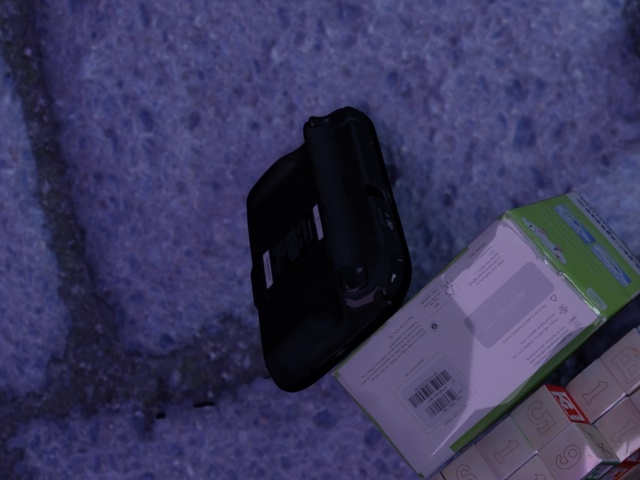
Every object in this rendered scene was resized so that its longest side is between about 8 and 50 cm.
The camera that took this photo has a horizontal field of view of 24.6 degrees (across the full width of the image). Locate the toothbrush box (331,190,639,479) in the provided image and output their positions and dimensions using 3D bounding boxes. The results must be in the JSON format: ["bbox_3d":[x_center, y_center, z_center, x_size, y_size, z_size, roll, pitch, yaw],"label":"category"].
[{"bbox_3d":[0.160,0.072,1.281,0.206,0.283,0.122,-44,81,18],"label":"toothbrush box"}]

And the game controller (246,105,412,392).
[{"bbox_3d":[0.000,0.000,1.348,0.067,0.319,0.166,28,117,-23],"label":"game controller"}]

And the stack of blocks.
[{"bbox_3d":[0.242,0.180,1.311,0.297,0.171,0.087,-43,62,19],"label":"stack of blocks"}]
